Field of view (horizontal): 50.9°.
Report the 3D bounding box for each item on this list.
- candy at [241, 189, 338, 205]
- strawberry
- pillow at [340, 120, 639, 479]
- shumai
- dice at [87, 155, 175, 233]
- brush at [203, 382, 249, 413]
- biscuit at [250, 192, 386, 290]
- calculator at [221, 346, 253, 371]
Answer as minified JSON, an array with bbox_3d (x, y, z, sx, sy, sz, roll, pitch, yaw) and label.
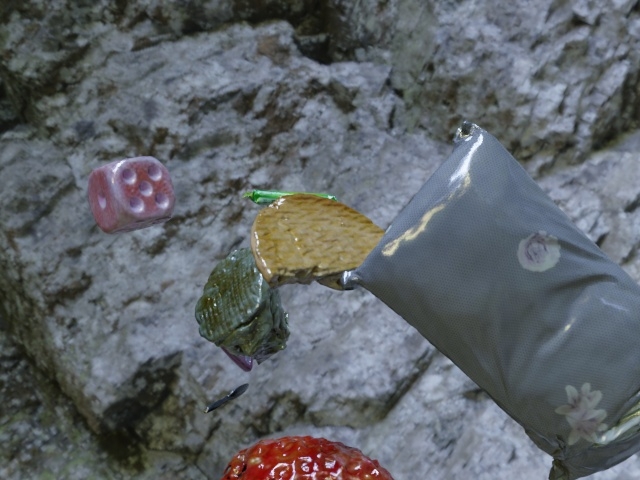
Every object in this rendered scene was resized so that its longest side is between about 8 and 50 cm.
[{"bbox_3d":[-0.053,-0.074,1.236,0.102,0.178,0.032,-166,80,-89],"label":"candy"},{"bbox_3d":[0.010,0.424,0.869,0.267,0.351,0.312,-20,-56,-59],"label":"strawberry"},{"bbox_3d":[0.149,0.054,0.476,0.169,0.255,0.059,-48,2,9],"label":"pillow"},{"bbox_3d":[-0.100,0.108,1.109,0.141,0.184,0.184,28,-83,-42],"label":"shumai"},{"bbox_3d":[-0.265,-0.063,0.942,0.091,0.093,0.094,-13,-91,-43],"label":"dice"},{"bbox_3d":[-0.119,0.201,0.853,0.083,0.008,0.024,-22,-34,-54],"label":"brush"},{"bbox_3d":[-0.001,0.001,0.824,0.224,0.145,0.033,-3,-40,-41],"label":"biscuit"},{"bbox_3d":[-0.167,0.156,1.325,0.034,0.191,0.127,-19,-50,18],"label":"calculator"}]
